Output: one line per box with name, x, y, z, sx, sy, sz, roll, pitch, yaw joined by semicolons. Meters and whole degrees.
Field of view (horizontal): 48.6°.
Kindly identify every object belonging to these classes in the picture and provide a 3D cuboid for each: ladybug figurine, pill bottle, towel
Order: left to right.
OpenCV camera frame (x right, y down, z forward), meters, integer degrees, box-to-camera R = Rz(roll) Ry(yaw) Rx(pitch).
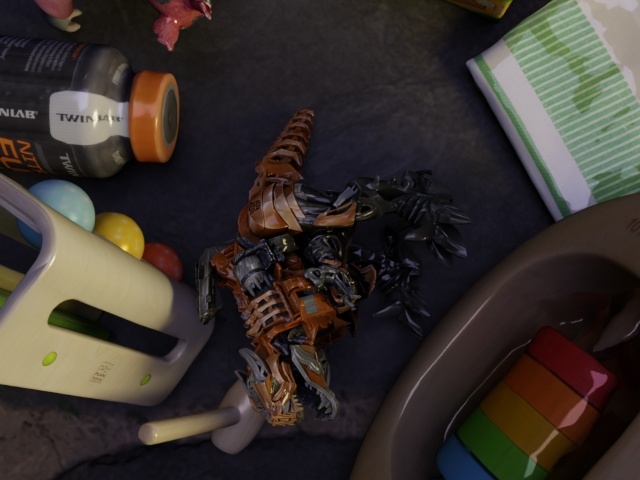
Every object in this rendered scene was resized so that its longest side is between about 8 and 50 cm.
pill bottle;-0.265;-0.129;0.686;0.245;0.130;0.131;5;81;2
ladybug figurine;0.192;0.168;0.574;0.162;0.305;0.449;36;99;-28
towel;0.332;-0.163;0.671;0.324;0.038;0.248;-32;79;21

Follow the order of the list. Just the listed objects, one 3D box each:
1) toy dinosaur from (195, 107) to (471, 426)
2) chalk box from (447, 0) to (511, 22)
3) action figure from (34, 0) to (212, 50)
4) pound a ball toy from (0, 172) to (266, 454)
toy dinosaur;0.000;0.000;0.631;0.218;0.164;0.322;2;74;-10
chalk box;0.114;-0.328;0.699;0.213;0.132;0.132;25;99;6
action figure;-0.192;-0.340;0.661;0.248;0.276;0.370;-31;68;-10
pound a ball toy;-0.156;0.063;0.584;0.208;0.319;0.136;31;83;21
